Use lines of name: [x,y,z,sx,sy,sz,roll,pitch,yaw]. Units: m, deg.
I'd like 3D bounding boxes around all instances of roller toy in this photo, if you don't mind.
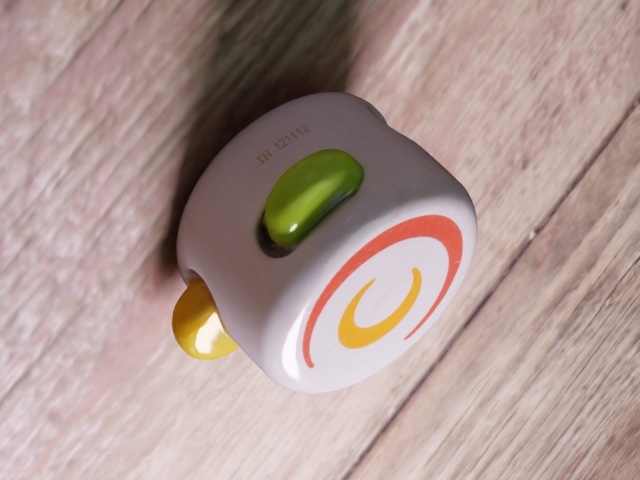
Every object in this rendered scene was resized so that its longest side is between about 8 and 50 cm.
roller toy: [0.000,0.000,1.306,0.191,0.146,0.209,-12,135,-42]
